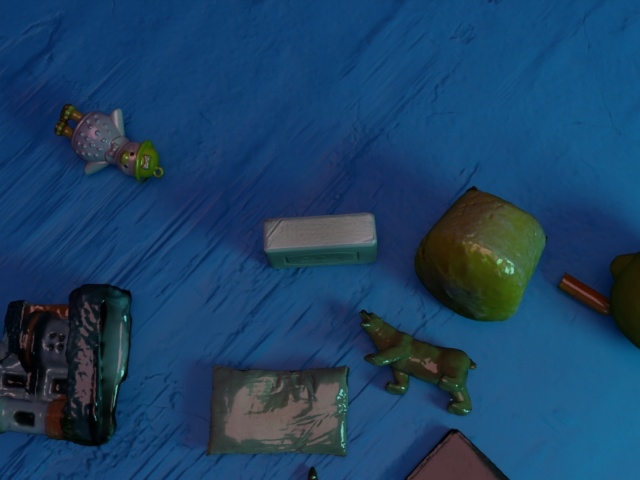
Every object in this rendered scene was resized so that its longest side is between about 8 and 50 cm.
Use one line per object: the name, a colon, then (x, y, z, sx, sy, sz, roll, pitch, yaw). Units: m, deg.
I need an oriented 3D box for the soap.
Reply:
soap: (0.000, 0.000, 1.564, 0.183, 0.121, 0.064, -4, 75, 2)

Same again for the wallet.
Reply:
wallet: (0.258, 0.422, 1.498, 0.244, 0.025, 0.124, 43, 84, 9)

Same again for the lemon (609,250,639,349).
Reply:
lemon: (0.563, 0.104, 1.490, 0.248, 0.184, 0.184, 42, 81, 11)

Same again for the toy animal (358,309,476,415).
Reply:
toy animal: (0.153, 0.192, 1.535, 0.219, 0.103, 0.101, 17, 58, 8)

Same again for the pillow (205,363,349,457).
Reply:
pillow: (-0.068, 0.273, 1.535, 0.230, 0.050, 0.148, -1, 71, 5)

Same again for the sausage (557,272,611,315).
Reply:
sausage: (0.443, 0.093, 1.572, 0.107, 0.031, 0.031, 31, 79, 8)

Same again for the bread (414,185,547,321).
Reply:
bread: (0.253, 0.026, 1.524, 0.197, 0.197, 0.170, 33, 66, 9)

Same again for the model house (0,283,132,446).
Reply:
model house: (-0.458, 0.193, 1.509, 0.291, 0.184, 0.253, 1, 80, 7)

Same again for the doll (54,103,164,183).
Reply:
doll: (-0.358, -0.161, 1.639, 0.207, 0.081, 0.129, 29, 97, 6)

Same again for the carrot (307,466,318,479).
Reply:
carrot: (-0.019, 0.482, 1.486, 0.049, 0.049, 0.254, 2, 72, 3)
